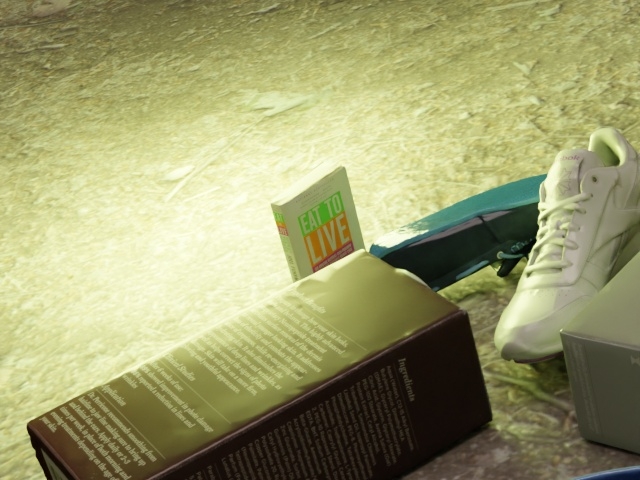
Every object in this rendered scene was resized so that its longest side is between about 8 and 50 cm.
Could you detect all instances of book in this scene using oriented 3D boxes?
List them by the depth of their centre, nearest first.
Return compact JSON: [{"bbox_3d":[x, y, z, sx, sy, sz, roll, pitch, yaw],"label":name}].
[{"bbox_3d":[0.000,0.000,1.753,0.035,0.144,0.096,15,41,45],"label":"book"}]

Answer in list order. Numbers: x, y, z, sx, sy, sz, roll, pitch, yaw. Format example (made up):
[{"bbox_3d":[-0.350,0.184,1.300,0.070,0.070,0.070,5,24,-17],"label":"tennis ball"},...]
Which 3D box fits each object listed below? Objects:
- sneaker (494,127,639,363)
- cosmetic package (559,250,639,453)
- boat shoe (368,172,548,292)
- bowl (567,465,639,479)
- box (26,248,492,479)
[{"bbox_3d":[0.243,0.003,1.597,0.114,0.152,0.305,-12,26,44],"label":"sneaker"},{"bbox_3d":[0.327,0.079,1.460,0.107,0.127,0.238,14,38,43],"label":"cosmetic package"},{"bbox_3d":[0.182,-0.001,1.732,0.258,0.089,0.109,-19,14,5],"label":"boat shoe"},{"bbox_3d":[0.223,0.299,1.033,0.391,0.077,0.391,-12,31,7],"label":"bowl"},{"bbox_3d":[-0.054,0.167,1.486,0.381,0.143,0.191,-28,30,-19],"label":"box"}]
